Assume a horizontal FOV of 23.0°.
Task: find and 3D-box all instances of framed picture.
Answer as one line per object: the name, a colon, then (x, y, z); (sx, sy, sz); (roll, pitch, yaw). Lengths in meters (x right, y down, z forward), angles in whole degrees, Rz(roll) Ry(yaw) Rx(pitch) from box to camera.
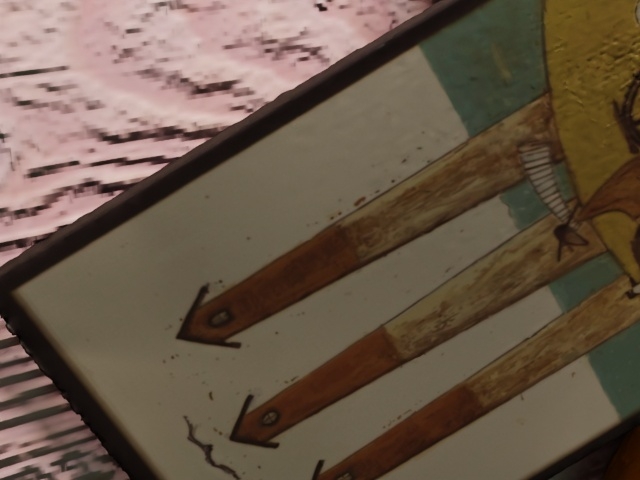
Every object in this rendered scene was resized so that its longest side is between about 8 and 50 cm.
framed picture: (0.058, 0.020, 0.670); (0.324, 0.013, 0.244); (-32, 123, 1)

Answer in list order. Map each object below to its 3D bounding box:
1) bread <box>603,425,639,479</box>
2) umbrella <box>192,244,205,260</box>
bread: (0.268, 0.182, 0.865); (0.183, 0.236, 0.389); (52, 54, -51)
umbrella: (0.000, 0.000, 0.713); (0.188, 0.046, 0.050); (-3, 125, -42)
